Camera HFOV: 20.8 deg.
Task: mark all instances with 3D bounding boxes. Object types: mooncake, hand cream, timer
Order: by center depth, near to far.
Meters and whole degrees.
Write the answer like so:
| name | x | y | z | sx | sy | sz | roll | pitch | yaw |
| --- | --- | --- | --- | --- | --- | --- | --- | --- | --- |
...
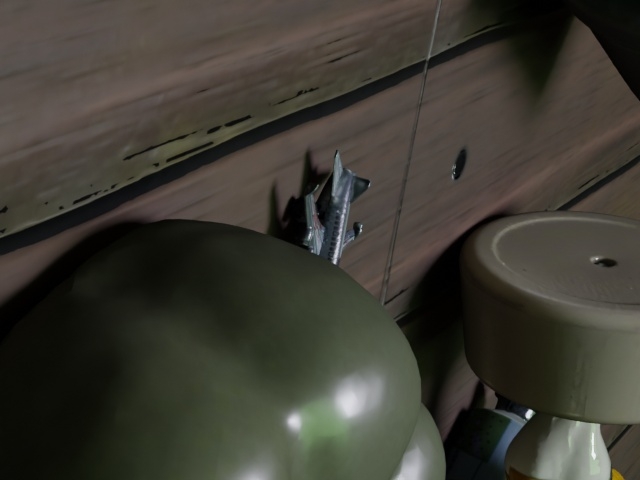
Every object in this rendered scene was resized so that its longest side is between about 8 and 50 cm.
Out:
| name | x | y | z | sx | sy | sz | roll | pitch | yaw |
| --- | --- | --- | --- | --- | --- | --- | --- | --- | --- |
| mooncake | -0.056 | 0.131 | 0.698 | 0.275 | 0.135 | 0.275 | -44 | 146 | -40 |
| timer | 0.161 | 0.133 | 1.117 | 0.175 | 0.175 | 0.266 | -32 | 133 | -57 |
| hand cream | 0.079 | 0.217 | 1.178 | 0.271 | 0.058 | 0.091 | -59 | 163 | -18 |

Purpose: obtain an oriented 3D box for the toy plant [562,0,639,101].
| name | x | y | z | sx | sy | sz | roll | pitch | yaw |
| --- | --- | --- | --- | --- | --- | --- | --- | --- | --- |
| toy plant | 0.201 | -0.212 | 0.952 | 0.400 | 0.185 | 0.279 | 48 | 45 | -62 |

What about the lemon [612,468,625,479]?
| name | x | y | z | sx | sy | sz | roll | pitch | yaw |
| --- | --- | --- | --- | --- | --- | --- | --- | --- | --- |
| lemon | 0.161 | 0.234 | 1.263 | 0.187 | 0.142 | 0.142 | -48 | 148 | -35 |

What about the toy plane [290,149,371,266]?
| name | x | y | z | sx | sy | sz | roll | pitch | yaw |
| --- | --- | --- | --- | --- | --- | --- | --- | --- | --- |
| toy plane | 0.000 | 0.000 | 0.850 | 0.083 | 0.031 | 0.078 | -68 | 157 | -9 |
